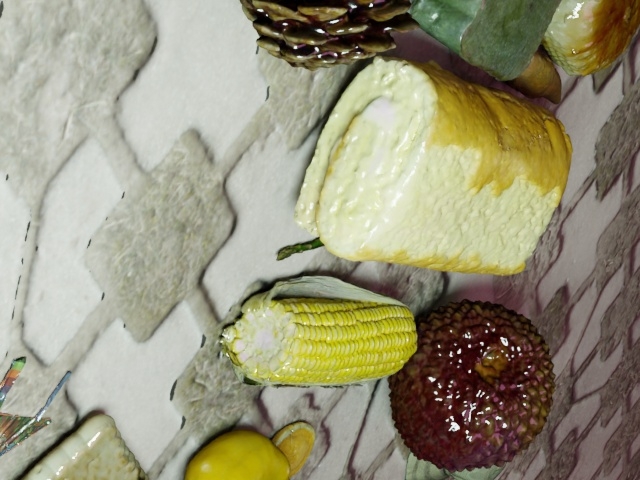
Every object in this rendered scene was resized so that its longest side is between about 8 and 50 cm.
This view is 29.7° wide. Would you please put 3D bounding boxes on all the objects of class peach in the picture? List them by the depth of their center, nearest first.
[{"bbox_3d":[-0.098,0.328,1.522,0.179,0.103,0.179,16,70,-52],"label":"peach"}]

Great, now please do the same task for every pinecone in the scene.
[{"bbox_3d":[0.005,-0.259,1.098,0.179,0.184,0.205,-14,108,-16],"label":"pinecone"}]

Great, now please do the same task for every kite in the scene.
[{"bbox_3d":[-0.335,0.185,1.206,0.160,0.010,0.183,-58,148,5],"label":"kite"}]

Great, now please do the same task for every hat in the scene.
[{"bbox_3d":[0.264,0.358,2.065,0.252,0.110,0.252,-34,143,-30],"label":"hat"}]

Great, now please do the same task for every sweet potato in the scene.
[{"bbox_3d":[0.286,-0.219,1.615,0.068,0.060,0.206,-25,159,25],"label":"sweet potato"}]

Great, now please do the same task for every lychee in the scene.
[{"bbox_3d":[0.209,0.223,1.762,0.271,0.271,0.271,-33,142,-31],"label":"lychee"}]

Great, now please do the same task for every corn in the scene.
[{"bbox_3d":[0.006,0.123,1.515,0.123,0.122,0.305,-38,154,29],"label":"corn"}]

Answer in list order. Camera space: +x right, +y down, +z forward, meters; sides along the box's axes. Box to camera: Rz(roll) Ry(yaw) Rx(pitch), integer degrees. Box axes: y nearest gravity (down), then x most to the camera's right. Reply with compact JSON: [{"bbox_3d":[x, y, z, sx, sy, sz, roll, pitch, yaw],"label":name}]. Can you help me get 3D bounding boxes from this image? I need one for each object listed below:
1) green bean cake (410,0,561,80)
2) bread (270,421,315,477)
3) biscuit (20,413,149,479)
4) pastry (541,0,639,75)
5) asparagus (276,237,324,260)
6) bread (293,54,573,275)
[{"bbox_3d":[0.199,-0.292,1.393,0.173,0.094,0.181,12,108,-57],"label":"green bean cake"},{"bbox_3d":[-0.048,0.298,1.676,0.110,0.024,0.110,-33,142,-30],"label":"bread"},{"bbox_3d":[-0.278,0.344,1.397,0.217,0.044,0.325,-44,147,-19],"label":"biscuit"},{"bbox_3d":[0.366,-0.313,1.595,0.182,0.093,0.192,-56,148,-3],"label":"pastry"},{"bbox_3d":[0.000,0.000,1.476,0.163,0.016,0.016,-20,160,-42],"label":"asparagus"},{"bbox_3d":[0.147,-0.086,1.448,0.375,0.165,0.237,5,113,-53],"label":"bread"}]
